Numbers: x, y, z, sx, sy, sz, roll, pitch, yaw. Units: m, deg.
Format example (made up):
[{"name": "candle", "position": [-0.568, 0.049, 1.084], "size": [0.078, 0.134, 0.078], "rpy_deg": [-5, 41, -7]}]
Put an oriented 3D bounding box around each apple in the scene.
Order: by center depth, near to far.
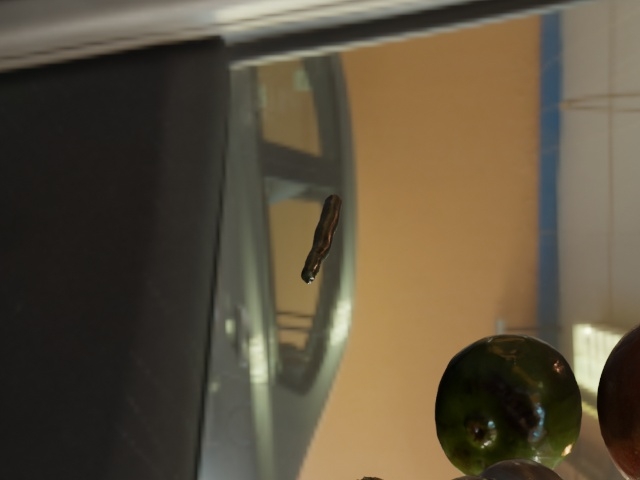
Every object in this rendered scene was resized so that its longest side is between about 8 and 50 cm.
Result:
[{"name": "apple", "position": [0.452, 0.187, 1.474], "size": [0.253, 0.254, 0.253], "rpy_deg": [178, -90, -89]}]

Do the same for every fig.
[{"name": "fig", "position": [0.270, 0.227, 1.734], "size": [0.225, 0.203, 0.203], "rpy_deg": [-26, 118, -57]}]

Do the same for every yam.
[{"name": "yam", "position": [0.001, -0.001, 1.482], "size": [0.234, 0.029, 0.027], "rpy_deg": [-70, 145, -65]}]

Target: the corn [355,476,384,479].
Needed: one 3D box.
[{"name": "corn", "position": [0.078, 0.319, 1.379], "size": [0.165, 0.063, 0.085], "rpy_deg": [53, 48, -51]}]

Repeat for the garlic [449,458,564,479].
[{"name": "garlic", "position": [0.145, 0.296, 1.168], "size": [0.191, 0.214, 0.160], "rpy_deg": [29, -57, 55]}]
